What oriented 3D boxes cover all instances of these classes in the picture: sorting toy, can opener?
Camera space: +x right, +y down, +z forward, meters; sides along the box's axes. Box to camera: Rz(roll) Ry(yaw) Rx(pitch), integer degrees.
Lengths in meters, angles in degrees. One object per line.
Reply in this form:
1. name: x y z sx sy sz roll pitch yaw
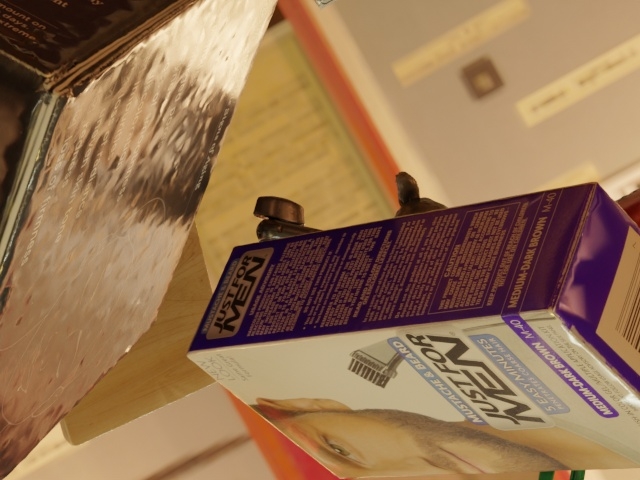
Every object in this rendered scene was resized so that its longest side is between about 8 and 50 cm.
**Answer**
1. sorting toy: -0.279 0.113 2.368 0.257 0.255 0.089 -23 -155 -26
2. can opener: 0.000 0.000 2.079 0.186 0.073 0.059 18 174 -29

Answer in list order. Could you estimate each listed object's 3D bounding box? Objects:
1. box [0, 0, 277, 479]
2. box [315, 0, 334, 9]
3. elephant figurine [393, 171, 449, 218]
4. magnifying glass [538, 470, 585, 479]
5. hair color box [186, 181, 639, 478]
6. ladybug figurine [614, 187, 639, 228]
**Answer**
1. box: -0.288 -0.070 1.440 0.472 0.297 0.480 -46 162 -58
2. box: -0.039 -0.475 2.338 0.087 0.290 0.169 -29 142 10
3. elephant figurine: 0.115 0.067 2.210 0.186 0.169 0.239 25 -127 31
4. magnifying glass: 0.302 0.219 2.051 0.026 0.231 0.092 12 177 34
5. hair color box: 0.091 0.074 1.178 0.339 0.185 0.110 -9 -132 46
6. ladybug figurine: 0.372 0.073 1.805 0.305 0.162 0.449 0 152 6
